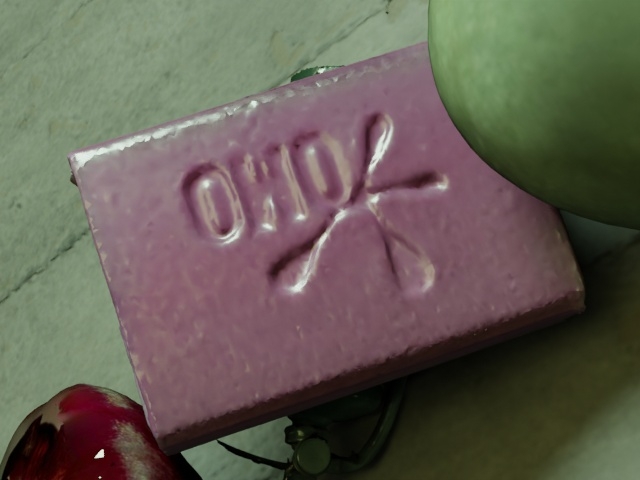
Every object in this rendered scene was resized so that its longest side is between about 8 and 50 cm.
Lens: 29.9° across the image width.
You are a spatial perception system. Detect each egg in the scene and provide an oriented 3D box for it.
[{"bbox_3d":[0.220,-0.141,0.576,0.352,0.258,0.258,-22,60,18],"label":"egg"}]

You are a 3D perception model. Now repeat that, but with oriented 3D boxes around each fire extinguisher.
[{"bbox_3d":[0.006,0.036,0.775,0.093,0.118,0.294,135,144,-70],"label":"fire extinguisher"}]

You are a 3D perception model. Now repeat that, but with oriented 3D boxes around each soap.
[{"bbox_3d":[0.000,-0.001,0.695,0.259,0.081,0.181,-17,77,-7],"label":"soap"}]

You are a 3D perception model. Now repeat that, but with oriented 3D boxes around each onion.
[{"bbox_3d":[-0.123,0.227,0.757,0.272,0.195,0.272,-173,90,-67],"label":"onion"}]
